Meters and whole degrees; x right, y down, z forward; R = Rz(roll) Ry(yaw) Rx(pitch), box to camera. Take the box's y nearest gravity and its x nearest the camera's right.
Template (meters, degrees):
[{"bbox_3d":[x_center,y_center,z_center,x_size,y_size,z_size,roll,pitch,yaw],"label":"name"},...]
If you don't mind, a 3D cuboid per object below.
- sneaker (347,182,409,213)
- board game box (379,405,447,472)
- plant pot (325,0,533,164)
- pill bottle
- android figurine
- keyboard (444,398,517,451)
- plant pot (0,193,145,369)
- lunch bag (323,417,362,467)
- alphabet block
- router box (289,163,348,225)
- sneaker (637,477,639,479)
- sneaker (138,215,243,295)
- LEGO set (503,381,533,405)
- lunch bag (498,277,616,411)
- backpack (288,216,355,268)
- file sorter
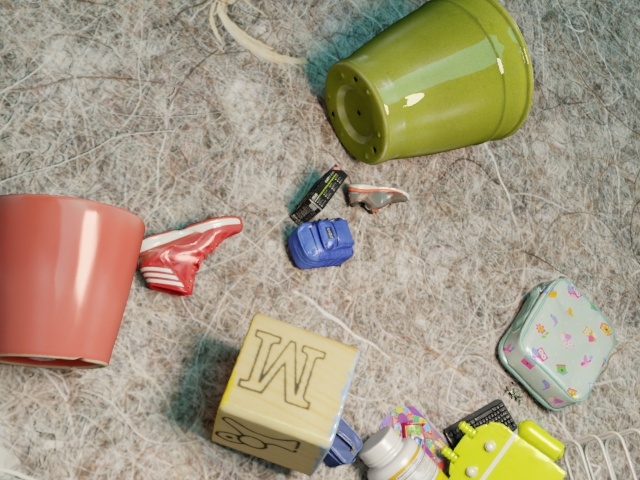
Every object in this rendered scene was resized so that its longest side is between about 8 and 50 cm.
[{"bbox_3d":[0.125,-0.090,1.894,0.158,0.061,0.064,5,93,-27],"label":"sneaker"},{"bbox_3d":[0.197,0.411,1.711,0.168,0.033,0.133,49,54,-3],"label":"board game box"},{"bbox_3d":[0.213,-0.338,1.896,0.353,0.366,0.366,-25,82,-24],"label":"plant pot"},{"bbox_3d":[0.171,0.460,1.619,0.215,0.117,0.117,49,54,-2],"label":"pill bottle"},{"bbox_3d":[0.370,0.473,1.694,0.273,0.056,0.248,38,87,13],"label":"android figurine"},{"bbox_3d":[0.348,0.415,1.804,0.180,0.023,0.108,-19,79,-34],"label":"keyboard"},{"bbox_3d":[-0.430,0.077,1.373,0.275,0.275,0.243,10,74,-26],"label":"plant pot"},{"bbox_3d":[0.030,0.380,1.607,0.098,0.065,0.067,46,54,-4],"label":"lunch bag"},{"bbox_3d":[-0.064,0.273,1.496,0.197,0.192,0.193,20,56,-1],"label":"alphabet block"},{"bbox_3d":[-0.003,-0.094,1.787,0.038,0.092,0.122,41,54,-7],"label":"router box"},{"bbox_3d":[0.775,0.662,1.862,0.102,0.146,0.293,7,66,-26],"label":"sneaker"},{"bbox_3d":[-0.237,0.036,1.612,0.221,0.087,0.128,-17,86,-22],"label":"sneaker"},{"bbox_3d":[0.445,0.335,1.894,0.083,0.023,0.054,-22,81,-35],"label":"LEGO set"},{"bbox_3d":[0.538,0.229,1.943,0.224,0.108,0.279,43,50,1],"label":"lunch bag"},{"bbox_3d":[0.000,0.000,1.743,0.120,0.101,0.097,-8,66,-29],"label":"backpack"},{"bbox_3d":[0.597,0.503,1.806,0.278,0.193,0.173,0,66,-30],"label":"file sorter"}]
